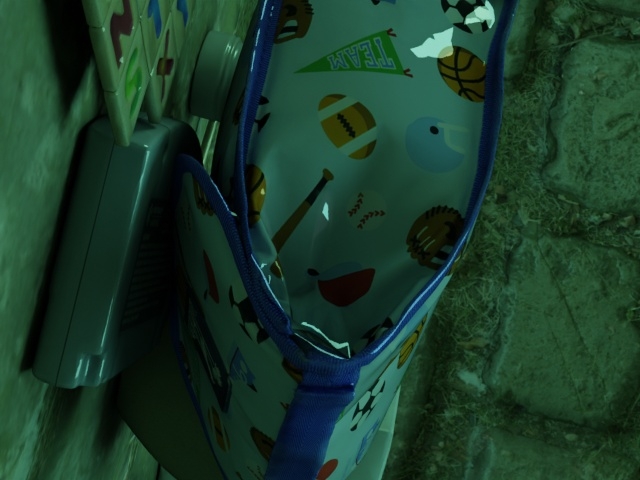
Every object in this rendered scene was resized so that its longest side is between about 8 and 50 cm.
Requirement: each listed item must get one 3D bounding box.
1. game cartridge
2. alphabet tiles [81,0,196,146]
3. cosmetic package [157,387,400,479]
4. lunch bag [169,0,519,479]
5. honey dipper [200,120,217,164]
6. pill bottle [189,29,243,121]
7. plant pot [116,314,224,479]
[{"bbox_3d":[-0.147,-0.001,0.902,0.297,0.062,0.198,-3,103,-89],"label":"game cartridge"},{"bbox_3d":[-0.095,-0.235,0.688,0.342,0.011,0.285,92,8,-60],"label":"alphabet tiles"},{"bbox_3d":[-0.050,0.248,1.859,0.394,0.327,0.329,-73,177,-55],"label":"cosmetic package"},{"bbox_3d":[0.000,0.000,0.939,0.328,0.239,0.385,106,-5,-58],"label":"lunch bag"},{"bbox_3d":[-0.129,-0.094,1.273,0.030,0.030,0.161,16,91,-89],"label":"honey dipper"},{"bbox_3d":[-0.017,-0.146,1.199,0.124,0.221,0.124,13,90,-89],"label":"pill bottle"},{"bbox_3d":[-0.101,0.135,1.200,0.284,0.191,0.284,-164,-90,-89],"label":"plant pot"}]
